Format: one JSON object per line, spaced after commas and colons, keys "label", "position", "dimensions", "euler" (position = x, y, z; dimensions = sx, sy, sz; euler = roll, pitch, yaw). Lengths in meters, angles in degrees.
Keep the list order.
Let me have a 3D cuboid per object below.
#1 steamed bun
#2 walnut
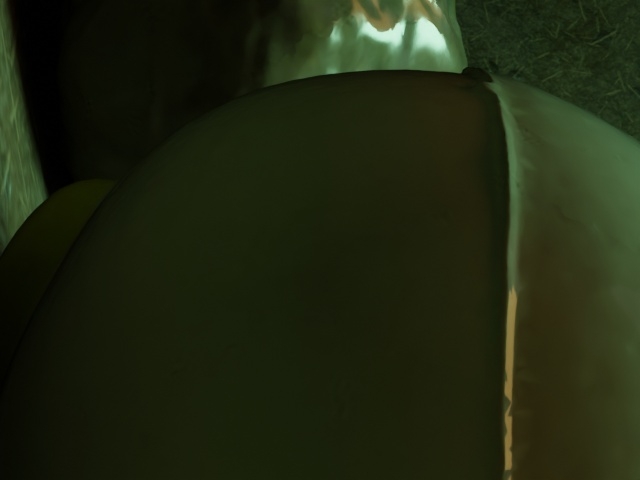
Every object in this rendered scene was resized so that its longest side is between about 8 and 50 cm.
{"label": "steamed bun", "position": [0.025, 0.102, 0.669], "dimensions": [0.374, 0.334, 0.334], "euler": [87, -3, -78]}
{"label": "walnut", "position": [-0.038, -0.113, 1.000], "dimensions": [0.273, 0.227, 0.273], "euler": [175, -90, -84]}
